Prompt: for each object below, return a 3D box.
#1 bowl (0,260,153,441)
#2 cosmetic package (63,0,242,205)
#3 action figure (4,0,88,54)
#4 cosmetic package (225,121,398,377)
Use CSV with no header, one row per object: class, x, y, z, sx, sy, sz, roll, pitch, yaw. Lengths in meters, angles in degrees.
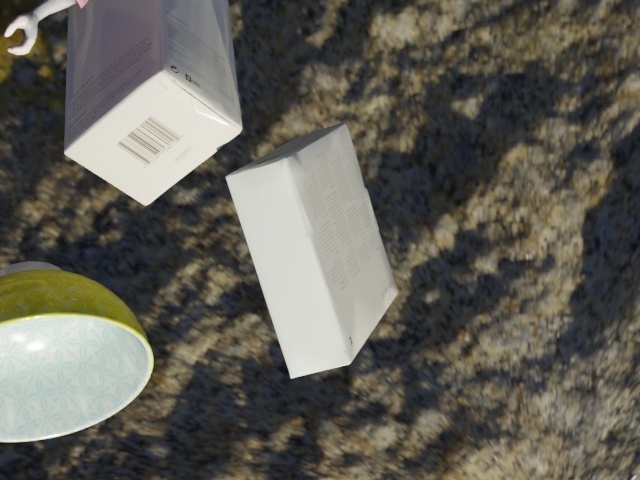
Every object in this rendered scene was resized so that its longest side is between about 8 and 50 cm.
bowl,-0.374,0.121,1.655,0.289,0.289,0.156,-22,55,4
cosmetic package,-0.236,-0.258,1.752,0.197,0.155,0.366,-35,40,27
action figure,-0.283,-0.368,1.449,0.275,0.248,0.370,-19,28,-33
cosmetic package,0.000,0.000,1.805,0.097,0.377,0.284,-17,97,16
